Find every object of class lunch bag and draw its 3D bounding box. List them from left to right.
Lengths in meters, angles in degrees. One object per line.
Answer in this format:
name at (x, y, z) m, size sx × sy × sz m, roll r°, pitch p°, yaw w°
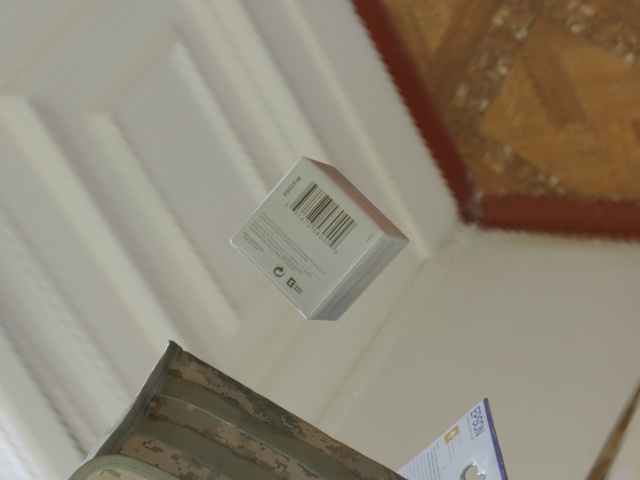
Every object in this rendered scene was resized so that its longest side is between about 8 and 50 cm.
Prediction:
lunch bag at (-0.084, 0.240, 1.228) m, size 0.235 × 0.287 × 0.169 m, roll 30°, pitch 121°, yaw -1°

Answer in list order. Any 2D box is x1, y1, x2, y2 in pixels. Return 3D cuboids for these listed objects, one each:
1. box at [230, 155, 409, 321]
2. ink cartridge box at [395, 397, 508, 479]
box at (0.000, 0.000, 1.438) m, size 0.101 × 0.102 × 0.087 m, roll 44°, pitch -170°, yaw 15°
ink cartridge box at (0.093, 0.357, 1.826) m, size 0.330 × 0.324 × 0.071 m, roll -40°, pitch 106°, yaw 13°
